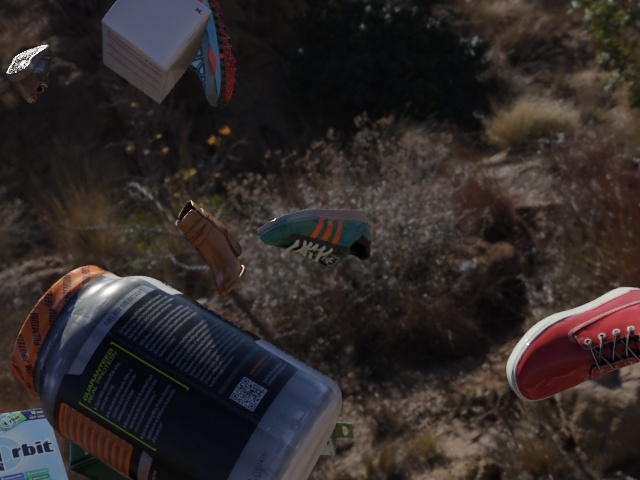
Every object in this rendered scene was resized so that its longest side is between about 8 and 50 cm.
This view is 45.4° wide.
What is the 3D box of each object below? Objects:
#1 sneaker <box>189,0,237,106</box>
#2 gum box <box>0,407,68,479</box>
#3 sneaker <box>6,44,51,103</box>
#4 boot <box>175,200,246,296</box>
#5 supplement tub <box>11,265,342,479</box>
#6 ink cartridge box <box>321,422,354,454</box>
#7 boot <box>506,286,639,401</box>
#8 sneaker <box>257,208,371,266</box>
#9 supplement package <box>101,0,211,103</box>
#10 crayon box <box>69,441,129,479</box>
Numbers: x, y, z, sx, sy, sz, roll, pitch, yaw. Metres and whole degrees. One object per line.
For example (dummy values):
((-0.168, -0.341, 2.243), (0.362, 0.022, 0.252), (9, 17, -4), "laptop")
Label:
((-0.225, -0.348, 1.322), (0.125, 0.262, 0.104), (-16, -4, 9), "sneaker")
((-0.593, 0.421, 1.491), (0.156, 0.184, 0.041), (-1, -47, -37), "gum box")
((-0.573, -0.331, 1.522), (0.066, 0.071, 0.188), (-13, 30, 6), "sneaker")
((-0.223, 0.015, 1.510), (0.073, 0.152, 0.197), (-37, 27, 12), "boot")
((-0.152, 0.164, 0.809), (0.194, 0.316, 0.194), (-57, -13, -21), "supplement tub")
((-0.006, 0.602, 2.328), (0.209, 0.109, 0.062), (0, 49, 9), "ink cartridge box")
((0.364, 0.132, 0.943), (0.244, 0.088, 0.176), (-27, 10, -15), "boot")
((0.000, 0.000, 1.745), (0.302, 0.121, 0.108), (-4, -17, -36), "sneaker")
((-0.231, -0.280, 1.064), (0.105, 0.105, 0.179), (-56, 10, -13), "supplement package")
((-0.289, 0.323, 1.252), (0.083, 0.323, 0.203), (-22, 50, 7), "crayon box")
